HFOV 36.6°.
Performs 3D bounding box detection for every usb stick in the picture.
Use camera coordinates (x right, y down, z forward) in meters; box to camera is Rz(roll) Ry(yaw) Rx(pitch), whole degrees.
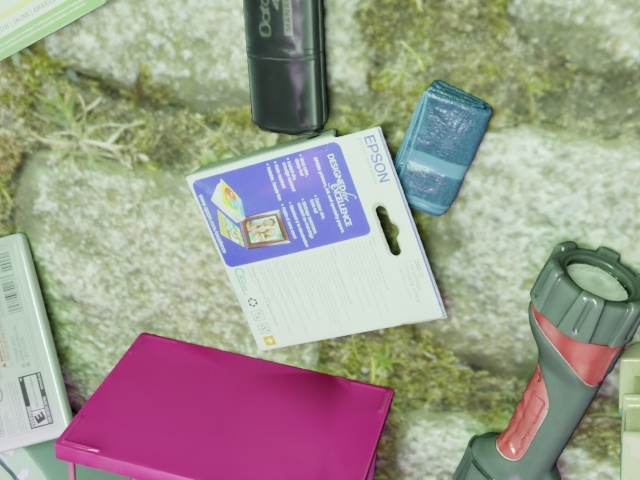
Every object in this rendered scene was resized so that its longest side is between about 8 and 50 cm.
[{"bbox_3d":[-0.034,-0.225,0.846,0.077,0.045,0.278,8,118,21],"label":"usb stick"}]

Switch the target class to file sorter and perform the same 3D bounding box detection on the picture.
[{"bbox_3d":[-0.094,0.252,1.012,0.290,0.202,0.182,11,120,11],"label":"file sorter"}]

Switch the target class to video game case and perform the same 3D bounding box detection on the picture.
[{"bbox_3d":[-0.394,0.127,1.058,0.206,0.026,0.227,-15,88,2],"label":"video game case"}]

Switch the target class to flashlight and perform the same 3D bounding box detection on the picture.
[{"bbox_3d":[0.209,0.147,0.934,0.103,0.103,0.304,8,126,-17],"label":"flashlight"}]

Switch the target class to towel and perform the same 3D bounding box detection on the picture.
[{"bbox_3d":[0.106,-0.081,0.884,0.067,0.029,0.119,23,120,4],"label":"towel"}]

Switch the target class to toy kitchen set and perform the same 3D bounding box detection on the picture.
[{"bbox_3d":[0.372,0.183,0.858,0.207,0.166,0.122,0,116,17],"label":"toy kitchen set"}]

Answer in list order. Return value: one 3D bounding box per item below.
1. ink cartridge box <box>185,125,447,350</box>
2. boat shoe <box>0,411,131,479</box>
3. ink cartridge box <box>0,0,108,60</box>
[{"bbox_3d":[0.000,0.000,0.947,0.208,0.045,0.206,-12,111,23],"label":"ink cartridge box"},{"bbox_3d":[-0.354,0.283,1.143,0.367,0.136,0.156,41,119,-2],"label":"boat shoe"},{"bbox_3d":[-0.310,-0.296,0.889,0.171,0.056,0.235,-20,111,25],"label":"ink cartridge box"}]
